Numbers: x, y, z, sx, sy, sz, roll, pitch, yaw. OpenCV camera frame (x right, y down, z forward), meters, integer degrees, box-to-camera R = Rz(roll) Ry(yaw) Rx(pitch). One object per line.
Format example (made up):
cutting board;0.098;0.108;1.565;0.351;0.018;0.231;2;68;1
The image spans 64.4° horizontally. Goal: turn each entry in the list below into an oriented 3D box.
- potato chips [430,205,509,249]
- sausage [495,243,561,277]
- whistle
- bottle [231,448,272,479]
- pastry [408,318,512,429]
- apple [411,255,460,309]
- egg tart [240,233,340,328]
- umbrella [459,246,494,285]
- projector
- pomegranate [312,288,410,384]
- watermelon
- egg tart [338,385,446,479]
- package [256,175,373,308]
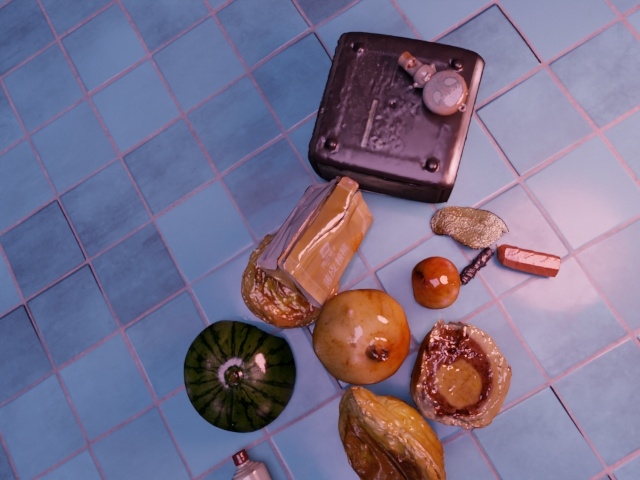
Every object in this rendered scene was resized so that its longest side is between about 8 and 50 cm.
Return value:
potato chips;0.417;-0.035;1.428;0.209;0.026;0.143;-9;67;10
sausage;0.557;0.052;1.381;0.169;0.065;0.065;13;84;10
whistle;0.277;-0.387;1.253;0.220;0.057;0.107;46;104;17
bottle;-0.172;0.693;1.385;0.104;0.104;0.245;-30;79;4
pastry;0.349;0.349;1.327;0.236;0.170;0.256;21;77;-9
apple;0.305;0.114;1.372;0.146;0.146;0.147;-1;82;9
egg tart;-0.084;0.109;1.450;0.296;0.132;0.297;2;78;-10
umbrella;0.426;0.077;1.411;0.144;0.040;0.037;-46;112;0
projector;0.202;-0.335;1.404;0.404;0.242;0.396;14;85;11
pomegranate;0.106;0.248;1.321;0.264;0.264;0.265;-1;82;9
watermelon;-0.248;0.378;1.408;0.330;0.189;0.331;-3;76;12
egg tart;0.190;0.534;1.288;0.351;0.340;0.153;30;45;34
package;0.005;-0.012;1.359;0.221;0.165;0.311;36;68;-4
